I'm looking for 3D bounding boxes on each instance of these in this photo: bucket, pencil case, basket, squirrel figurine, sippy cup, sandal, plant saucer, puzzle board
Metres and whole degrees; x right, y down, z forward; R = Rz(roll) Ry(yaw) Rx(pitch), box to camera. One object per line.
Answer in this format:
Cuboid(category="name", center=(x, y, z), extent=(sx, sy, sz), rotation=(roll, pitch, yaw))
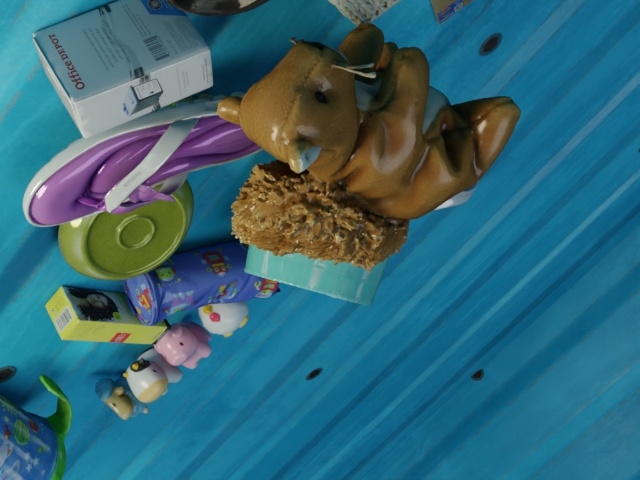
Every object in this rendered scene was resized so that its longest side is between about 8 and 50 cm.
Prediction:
Cuboid(category="bucket", center=(0.000, 0.000, 1.703), extent=(0.281, 0.281, 0.183), rotation=(18, 88, -57))
Cuboid(category="pencil case", center=(-0.220, 0.076, 1.788), extent=(0.306, 0.119, 0.133), rotation=(-12, 148, -37))
Cuboid(category="basket", center=(0.040, -0.394, 1.360), extent=(0.103, 0.113, 0.167), rotation=(-42, 152, 15))
Cuboid(category="squirrel figurine", center=(0.024, -0.118, 1.383), extent=(0.370, 0.281, 0.397), rotation=(-3, 127, -51))
Cuboid(category="sippy cup", center=(-0.619, 0.380, 1.733), extent=(0.240, 0.305, 0.224), rotation=(4, 144, 18))
Cuboid(category="sandal", center=(-0.231, -0.112, 1.390), extent=(0.416, 0.102, 0.169), rotation=(-25, 151, -16))
Cuboid(category="plant saucer", center=(-0.312, -0.021, 1.572), extent=(0.241, 0.037, 0.241), rotation=(-23, 138, -22))
Cuboid(category="puzzle board", center=(0.245, -0.438, 1.626), extent=(0.128, 0.011, 0.096), rotation=(-35, 153, 1))

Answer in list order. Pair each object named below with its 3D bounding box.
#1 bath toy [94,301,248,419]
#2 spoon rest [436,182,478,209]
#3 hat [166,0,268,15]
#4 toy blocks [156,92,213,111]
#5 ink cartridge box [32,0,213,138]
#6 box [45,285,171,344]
Cuboid(category="bath toy", center=(-0.299, 0.216, 1.923), extent=(0.348, 0.151, 0.129), rotation=(-43, 116, 13))
Cuboid(category="spoon rest", center=(0.243, -0.110, 2.051), extent=(0.276, 0.084, 0.137), rotation=(-15, 146, -35))
Cuboid(category="hat", center=(-0.106, -0.353, 1.122), extent=(0.331, 0.133, 0.331), rotation=(-19, 164, -6))
Cuboid(category="toy blocks", center=(-0.232, -0.165, 1.474), extent=(0.123, 0.054, 0.148), rotation=(6, 132, -52))
Cuboid(category="ink cartridge box", center=(-0.257, -0.238, 1.243), extent=(0.191, 0.139, 0.082), rotation=(-27, 153, -15))
Cuboid(category="box", center=(-0.386, 0.141, 1.742), extent=(0.058, 0.087, 0.232), rotation=(-46, 151, 19))
